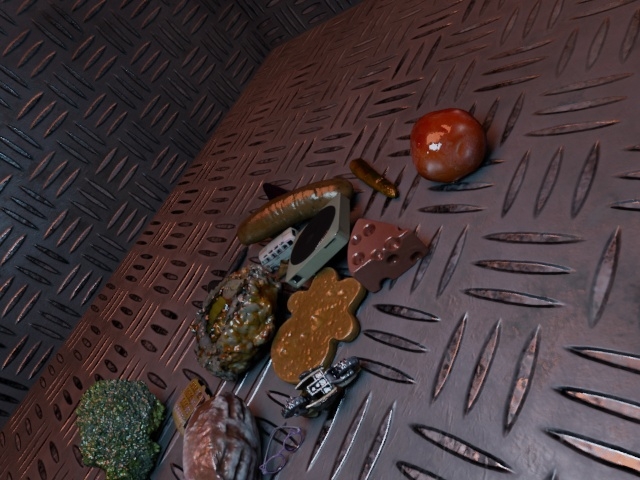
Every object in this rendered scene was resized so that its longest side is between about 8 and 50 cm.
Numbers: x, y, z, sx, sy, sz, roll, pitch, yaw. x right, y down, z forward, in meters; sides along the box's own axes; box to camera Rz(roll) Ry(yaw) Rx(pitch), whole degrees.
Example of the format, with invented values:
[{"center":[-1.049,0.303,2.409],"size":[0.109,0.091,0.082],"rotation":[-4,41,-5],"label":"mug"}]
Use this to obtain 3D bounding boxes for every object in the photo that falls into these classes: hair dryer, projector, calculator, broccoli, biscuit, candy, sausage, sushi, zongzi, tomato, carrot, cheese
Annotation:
[{"center":[-0.358,0.122,1.767],"size":[0.128,0.070,0.255],"rotation":[-4,48,45],"label":"hair dryer"},{"center":[0.000,0.000,1.374],"size":[0.257,0.079,0.259],"rotation":[-44,22,28],"label":"projector"},{"center":[-0.428,0.557,1.432],"size":[0.236,0.033,0.157],"rotation":[16,69,56],"label":"calculator"},{"center":[-0.648,0.637,1.449],"size":[0.249,0.302,0.375],"rotation":[-33,59,-16],"label":"broccoli"},{"center":[-0.010,0.249,1.242],"size":[0.275,0.052,0.354],"rotation":[16,72,44],"label":"biscuit"},{"center":[-0.241,0.530,1.085],"size":[0.157,0.214,0.289],"rotation":[-33,37,12],"label":"candy"},{"center":[-0.108,-0.114,1.597],"size":[0.501,0.136,0.123],"rotation":[-20,4,18],"label":"sausage"},{"center":[-0.285,0.260,1.418],"size":[0.417,0.176,0.417],"rotation":[-39,32,30],"label":"sushi"},{"center":[-0.124,0.115,1.534],"size":[0.076,0.040,0.083],"rotation":[13,78,46],"label":"zongzi"},{"center":[0.367,-0.284,1.249],"size":[0.232,0.188,0.232],"rotation":[-27,42,27],"label":"tomato"},{"center":[0.188,-0.214,1.499],"size":[0.066,0.066,0.314],"rotation":[-44,37,5],"label":"carrot"},{"center":[0.165,0.053,1.201],"size":[0.203,0.128,0.177],"rotation":[18,72,50],"label":"cheese"}]

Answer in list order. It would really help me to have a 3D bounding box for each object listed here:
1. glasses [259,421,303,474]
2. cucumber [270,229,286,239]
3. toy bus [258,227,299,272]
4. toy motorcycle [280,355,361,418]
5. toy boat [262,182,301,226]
[{"center":[-0.112,0.511,1.097],"size":[0.140,0.062,0.104],"rotation":[-49,32,-3],"label":"glasses"},{"center":[-0.205,-0.065,1.789],"size":[0.078,0.062,0.211],"rotation":[-37,27,-6],"label":"cucumber"},{"center":[-0.148,0.035,1.590],"size":[0.194,0.089,0.087],"rotation":[-36,35,19],"label":"toy bus"},{"center":[0.006,0.370,1.074],"size":[0.229,0.129,0.094],"rotation":[-36,57,-5],"label":"toy motorcycle"},{"center":[-0.163,-0.169,1.833],"size":[0.136,0.079,0.392],"rotation":[-47,36,-1],"label":"toy boat"}]
